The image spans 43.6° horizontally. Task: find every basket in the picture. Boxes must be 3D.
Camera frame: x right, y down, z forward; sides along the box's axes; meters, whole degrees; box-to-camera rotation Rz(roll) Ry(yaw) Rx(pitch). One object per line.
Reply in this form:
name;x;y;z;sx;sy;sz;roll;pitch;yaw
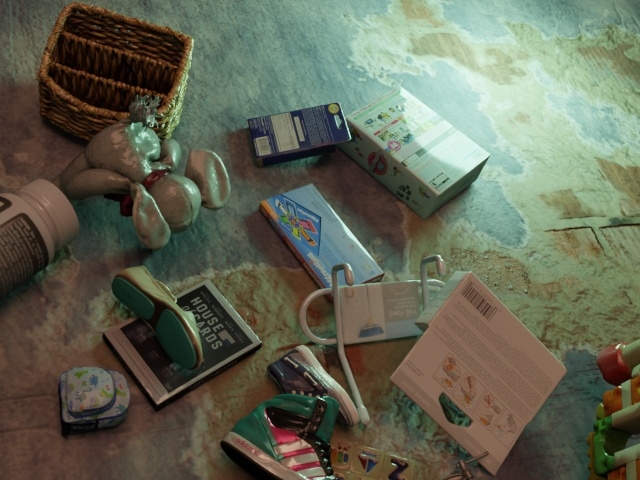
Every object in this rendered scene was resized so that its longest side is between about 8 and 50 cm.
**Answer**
basket;-0.451;-0.349;1.738;0.299;0.223;0.213;18;41;-4

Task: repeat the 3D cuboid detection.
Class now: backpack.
backpack;-0.382;0.266;1.357;0.114;0.084;0.105;-1;54;-22

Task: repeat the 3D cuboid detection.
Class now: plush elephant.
plush elephant;-0.336;-0.098;1.572;0.272;0.330;0.255;-27;82;-41

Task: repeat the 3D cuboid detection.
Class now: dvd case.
dvd case;-0.256;0.188;1.498;0.239;0.029;0.179;-29;64;-33

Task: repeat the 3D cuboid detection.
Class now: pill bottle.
pill bottle;-0.590;0.015;1.447;0.161;0.161;0.283;37;50;14

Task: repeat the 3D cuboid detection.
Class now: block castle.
block castle;0.664;0.418;1.486;0.303;0.213;0.453;22;54;-14

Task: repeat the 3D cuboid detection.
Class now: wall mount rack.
wall mount rack;0.144;0.188;1.569;0.350;0.130;0.304;-4;86;-20

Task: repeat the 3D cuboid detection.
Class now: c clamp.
c clamp;0.268;0.468;1.419;0.137;0.022;0.160;-15;58;-10

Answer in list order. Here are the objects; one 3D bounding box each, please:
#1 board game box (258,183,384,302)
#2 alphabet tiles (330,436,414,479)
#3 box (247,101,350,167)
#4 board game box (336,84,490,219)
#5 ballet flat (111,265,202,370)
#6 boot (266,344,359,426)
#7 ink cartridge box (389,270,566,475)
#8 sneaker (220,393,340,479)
board game box;0.000;0.000;1.735;0.145;0.027;0.281;-21;60;-32
alphabet tiles;0.054;0.501;1.341;0.285;0.011;0.342;16;48;-1
box;-0.050;-0.251;1.881;0.225;0.036;0.136;-12;54;-3
board game box;0.221;-0.222;1.943;0.303;0.097;0.224;42;52;17
ballet flat;-0.280;0.135;1.468;0.086;0.086;0.248;-32;66;-35
boot;-0.016;0.285;1.478;0.086;0.069;0.190;-29;57;-25
ink cartridge box;0.292;0.249;1.519;0.296;0.066;0.261;44;74;-14
sneaker;-0.002;0.362;1.361;0.296;0.123;0.178;31;61;14
